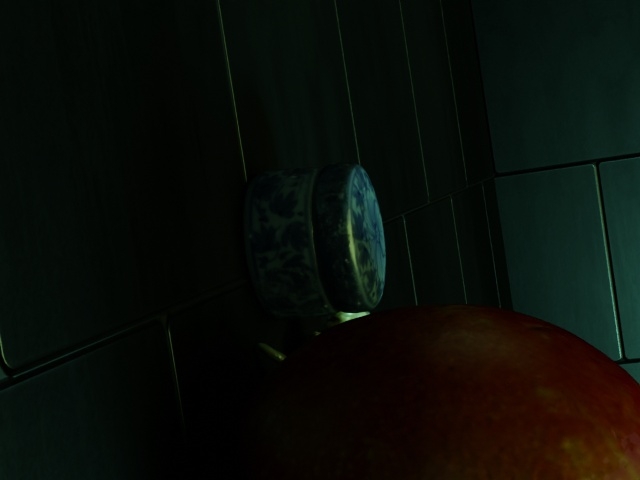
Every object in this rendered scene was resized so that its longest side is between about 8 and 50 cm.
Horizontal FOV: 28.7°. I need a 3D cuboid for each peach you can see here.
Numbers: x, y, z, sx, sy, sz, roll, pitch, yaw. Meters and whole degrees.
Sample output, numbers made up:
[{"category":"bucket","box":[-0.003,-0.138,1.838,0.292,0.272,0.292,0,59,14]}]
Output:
[{"category":"peach","box":[0.102,0.222,1.010,0.388,0.388,0.388,-8,90,-75]}]

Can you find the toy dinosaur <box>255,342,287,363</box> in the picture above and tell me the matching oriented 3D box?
[{"category":"toy dinosaur","box":[0.053,0.198,1.206,0.072,0.200,0.251,25,-55,55]}]

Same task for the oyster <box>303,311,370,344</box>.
[{"category":"oyster","box":[0.044,0.233,1.308,0.201,0.107,0.354,-6,95,-43]}]

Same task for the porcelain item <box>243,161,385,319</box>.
[{"category":"porcelain item","box":[0.000,0.000,1.205,0.147,0.114,0.147,-8,90,-74]}]
